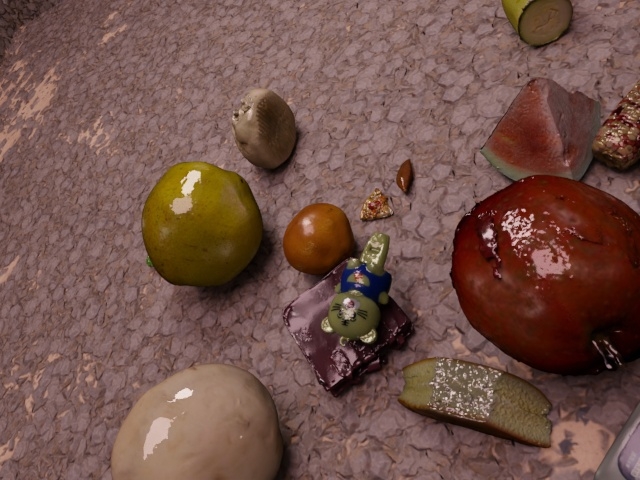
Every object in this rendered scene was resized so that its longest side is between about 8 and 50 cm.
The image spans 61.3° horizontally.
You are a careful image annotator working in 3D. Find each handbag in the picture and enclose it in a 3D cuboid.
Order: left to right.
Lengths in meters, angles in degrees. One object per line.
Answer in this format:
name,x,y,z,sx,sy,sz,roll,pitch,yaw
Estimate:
handbag,0.051,0.163,1.042,0.203,0.074,0.216,-41,52,3

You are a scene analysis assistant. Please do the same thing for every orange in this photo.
orange,0.000,0.000,1.120,0.136,0.159,0.159,39,86,16

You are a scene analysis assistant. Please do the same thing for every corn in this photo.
corn,0.579,-0.237,0.958,0.086,0.086,0.253,35,83,40

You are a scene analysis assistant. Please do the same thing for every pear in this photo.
pear,-0.271,-0.031,1.229,0.294,0.294,0.294,-15,56,23

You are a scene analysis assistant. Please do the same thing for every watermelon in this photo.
watermelon,0.406,-0.213,1.014,0.208,0.202,0.136,5,26,31

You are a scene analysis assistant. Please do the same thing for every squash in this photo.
squash,0.458,-0.528,1.188,0.123,0.123,0.186,-26,49,16

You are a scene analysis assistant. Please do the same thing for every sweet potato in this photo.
sweet potato,0.183,-0.141,1.173,0.034,0.034,0.095,-6,50,28

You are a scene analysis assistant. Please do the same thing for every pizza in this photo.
pizza,0.125,-0.076,1.172,0.078,0.025,0.083,18,72,40

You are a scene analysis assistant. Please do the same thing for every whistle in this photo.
whistle,0.078,0.085,0.973,0.105,0.085,0.227,12,67,24

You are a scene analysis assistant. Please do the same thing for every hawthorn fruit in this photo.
hawthorn fruit,0.352,0.053,0.798,0.316,0.316,0.315,-15,56,23

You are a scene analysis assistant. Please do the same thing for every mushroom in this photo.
mushroom,-0.243,0.371,0.988,0.336,0.314,0.314,-6,57,52

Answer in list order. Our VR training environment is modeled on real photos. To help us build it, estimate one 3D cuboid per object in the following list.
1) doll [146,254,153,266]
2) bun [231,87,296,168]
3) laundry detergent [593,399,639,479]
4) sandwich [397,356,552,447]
doll,-0.395,-0.008,1.429,0.190,0.050,0.115,-48,43,-1
bun,-0.155,-0.283,1.354,0.128,0.193,0.178,6,62,33
laundry detergent,0.514,0.312,0.655,0.281,0.105,0.214,32,79,38
sandwich,0.235,0.252,0.869,0.258,0.096,0.094,5,60,30
